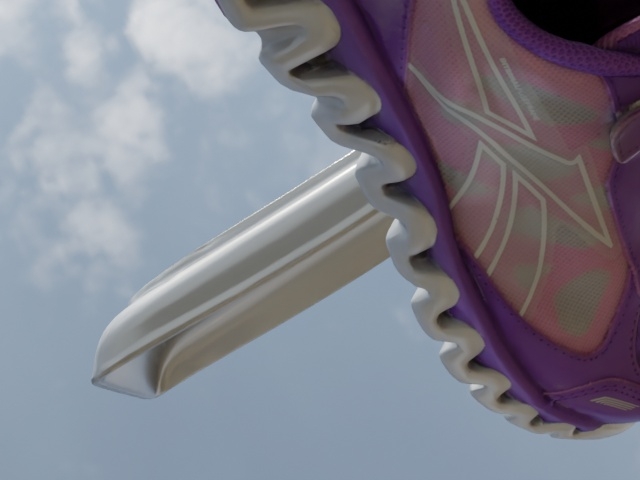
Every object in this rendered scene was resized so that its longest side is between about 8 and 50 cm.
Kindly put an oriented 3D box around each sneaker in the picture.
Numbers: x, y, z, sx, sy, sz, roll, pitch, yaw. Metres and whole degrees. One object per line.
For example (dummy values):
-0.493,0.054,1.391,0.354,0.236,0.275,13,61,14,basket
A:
0.066,-0.034,0.503,0.236,0.104,0.095,54,-143,-33,sneaker

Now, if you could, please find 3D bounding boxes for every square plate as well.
0.000,0.000,1.270,0.347,0.344,0.049,-32,-97,-3,square plate
